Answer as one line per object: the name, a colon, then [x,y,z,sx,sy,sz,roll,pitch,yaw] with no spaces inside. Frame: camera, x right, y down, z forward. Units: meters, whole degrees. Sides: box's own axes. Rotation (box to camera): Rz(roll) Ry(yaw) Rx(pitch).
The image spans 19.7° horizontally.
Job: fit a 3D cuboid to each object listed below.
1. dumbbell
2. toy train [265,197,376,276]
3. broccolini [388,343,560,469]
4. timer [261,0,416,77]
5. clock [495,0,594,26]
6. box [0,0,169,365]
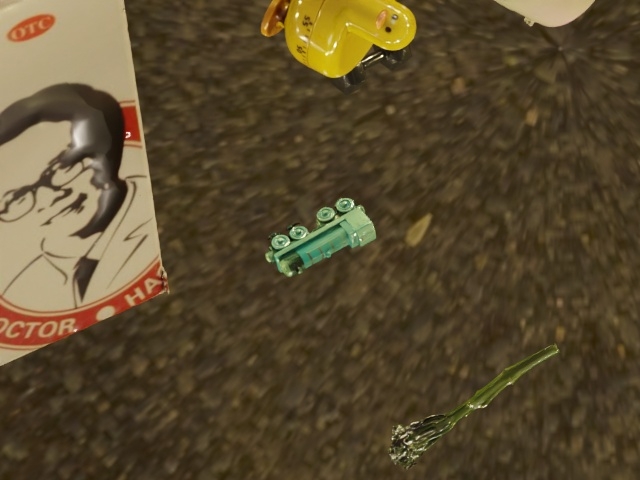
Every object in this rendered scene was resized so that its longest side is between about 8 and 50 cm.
dumbbell: [0.046,-0.167,1.712,0.083,0.036,0.040,-30,113,-32]
toy train: [0.000,0.000,1.510,0.092,0.029,0.045,-29,48,-13]
broccolini: [0.168,0.179,1.995,0.218,0.044,0.042,-30,49,0]
timer: [0.026,-0.167,1.347,0.109,0.107,0.107,29,99,13]
clock: [0.213,-0.386,1.711,0.114,0.284,0.309,20,113,-40]
box: [-0.242,0.008,0.778,0.353,0.214,0.069,-26,52,-19]
